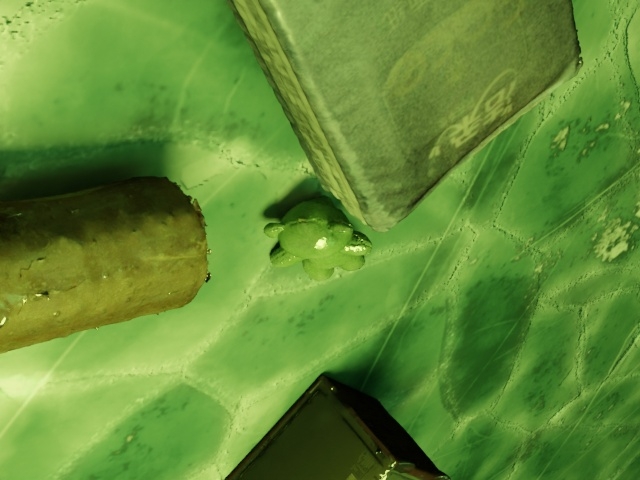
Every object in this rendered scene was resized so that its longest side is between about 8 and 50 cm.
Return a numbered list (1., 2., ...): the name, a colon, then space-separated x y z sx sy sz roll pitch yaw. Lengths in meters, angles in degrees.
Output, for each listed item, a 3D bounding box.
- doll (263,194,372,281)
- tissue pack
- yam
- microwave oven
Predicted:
1. doll: 0.000 0.000 1.043 0.115 0.077 0.150 -6 155 11
2. tissue pack: 0.076 -0.221 0.842 0.288 0.124 0.394 -38 142 -7
3. yam: -0.221 0.023 0.805 0.238 0.128 0.129 -16 101 -39
4. microwave oven: 0.019 0.337 1.284 0.247 0.178 0.188 -47 140 5
